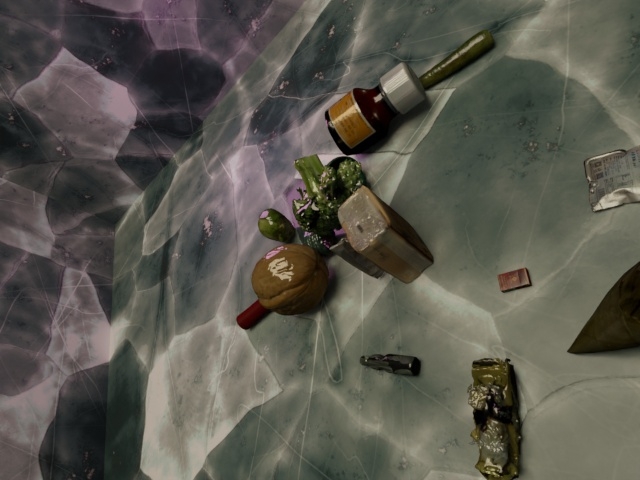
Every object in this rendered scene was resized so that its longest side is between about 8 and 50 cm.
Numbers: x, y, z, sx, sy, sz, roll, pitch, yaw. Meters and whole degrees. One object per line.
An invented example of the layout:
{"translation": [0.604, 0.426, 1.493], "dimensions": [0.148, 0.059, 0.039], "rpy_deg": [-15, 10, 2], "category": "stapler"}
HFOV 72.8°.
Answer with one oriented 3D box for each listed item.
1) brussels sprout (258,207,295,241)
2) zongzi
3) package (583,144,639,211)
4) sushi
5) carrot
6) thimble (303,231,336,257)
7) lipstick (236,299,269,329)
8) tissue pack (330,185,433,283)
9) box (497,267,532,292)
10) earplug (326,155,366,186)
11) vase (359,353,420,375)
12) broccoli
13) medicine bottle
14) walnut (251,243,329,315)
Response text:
{"translation": [-0.205, -0.069, 1.960], "dimensions": [0.145, 0.183, 0.131], "rpy_deg": [13, 73, 26], "category": "brussels sprout"}
{"translation": [0.652, 0.146, 0.911], "dimensions": [0.360, 0.323, 0.160], "rpy_deg": [-41, 53, 26], "category": "zongzi"}
{"translation": [0.802, -0.170, 1.148], "dimensions": [0.173, 0.027, 0.171], "rpy_deg": [-13, 57, 39], "category": "package"}
{"translation": [0.427, 0.447, 1.104], "dimensions": [0.139, 0.131, 0.291], "rpy_deg": [-12, 69, 39], "category": "sushi"}
{"translation": [0.499, -0.685, 1.696], "dimensions": [0.358, 0.074, 0.074], "rpy_deg": [-28, 51, 33], "category": "carrot"}
{"translation": [-0.001, -0.002, 1.774], "dimensions": [0.090, 0.118, 0.135], "rpy_deg": [-20, 56, 38], "category": "thimble"}
{"translation": [-0.268, 0.299, 1.902], "dimensions": [0.241, 0.080, 0.080], "rpy_deg": [-40, 46, 22], "category": "lipstick"}
{"translation": [0.187, 0.010, 1.440], "dimensions": [0.238, 0.305, 0.238], "rpy_deg": [-20, 55, 32], "category": "tissue pack"}
{"translation": [0.553, 0.114, 1.238], "dimensions": [0.082, 0.023, 0.051], "rpy_deg": [-23, 55, 35], "category": "box"}
{"translation": [0.102, -0.224, 1.804], "dimensions": [0.164, 0.257, 0.280], "rpy_deg": [-16, 31, -5], "category": "earplug"}
{"translation": [0.213, 0.393, 1.390], "dimensions": [0.211, 0.060, 0.060], "rpy_deg": [-7, 64, 41], "category": "vase"}
{"translation": [0.027, -0.156, 1.574], "dimensions": [0.277, 0.317, 0.338], "rpy_deg": [-22, 36, -2], "category": "broccoli"}
{"translation": [0.226, -0.534, 1.767], "dimensions": [0.395, 0.242, 0.242], "rpy_deg": [-29, 51, 24], "category": "medicine bottle"}
{"translation": [-0.120, 0.156, 1.683], "dimensions": [0.313, 0.277, 0.252], "rpy_deg": [-28, 61, 30], "category": "walnut"}
